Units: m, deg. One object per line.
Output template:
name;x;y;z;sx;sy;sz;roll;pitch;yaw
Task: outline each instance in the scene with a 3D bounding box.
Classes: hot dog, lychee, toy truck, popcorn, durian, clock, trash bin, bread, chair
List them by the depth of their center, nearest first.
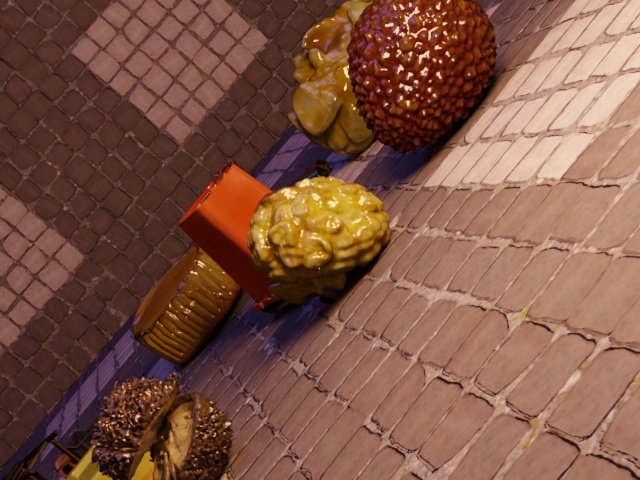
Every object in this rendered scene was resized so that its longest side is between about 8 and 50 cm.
durian;-0.217;0.265;1.470;0.167;0.196;0.196;-54;11;-11
popcorn;-0.003;-0.001;1.611;0.189;0.218;0.169;119;139;-56
lychee;0.154;-0.269;1.745;0.271;0.271;0.271;-47;11;12
clock;-0.340;0.387;1.796;0.143;0.096;0.202;-49;11;-12
trash bin;-0.102;-0.009;1.822;0.161;0.239;0.184;-55;14;-30
chair;-0.557;0.505;2.118;0.260;0.154;0.141;-41;12;29
toy truck;-0.450;0.407;2.187;0.192;0.092;0.083;-47;12;16
bread;-0.271;0.129;2.281;0.253;0.142;0.227;-45;13;20
popcorn;0.084;-0.345;2.319;0.292;0.294;0.334;30;112;43
hot dog;-0.013;-0.158;2.527;0.062;0.038;0.144;-51;10;-6

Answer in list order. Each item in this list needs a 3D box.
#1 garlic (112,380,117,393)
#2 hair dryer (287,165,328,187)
garlic;-0.347;0.324;2.066;0.174;0.099;0.124;-40;29;38
hair dryer;-0.108;-0.054;2.423;0.302;0.116;0.244;-38;17;21
